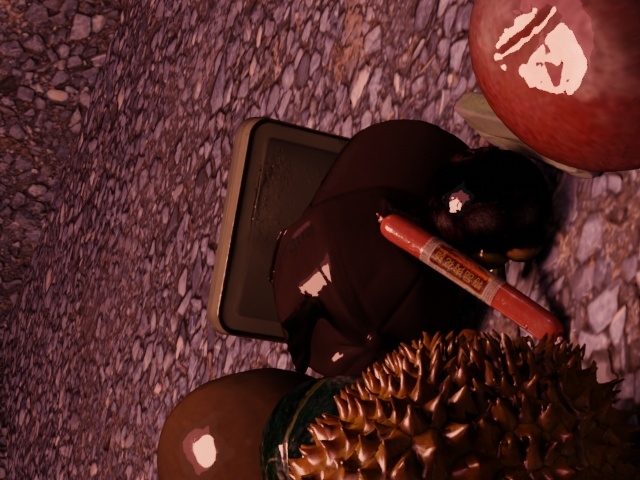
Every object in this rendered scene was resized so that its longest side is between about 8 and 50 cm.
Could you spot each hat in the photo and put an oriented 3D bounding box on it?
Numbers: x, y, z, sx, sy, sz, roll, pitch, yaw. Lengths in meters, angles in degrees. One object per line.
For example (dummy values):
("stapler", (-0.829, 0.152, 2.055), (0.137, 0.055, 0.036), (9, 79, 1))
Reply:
("hat", (0.083, 0.041, 1.625), (0.336, 0.238, 0.209), (-62, 24, 13))

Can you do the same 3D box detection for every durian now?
("durian", (0.125, 0.268, 1.268), (0.347, 0.347, 0.384), (155, 120, -63))

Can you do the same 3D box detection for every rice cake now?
("rice cake", (0.223, -0.117, 1.557), (0.042, 0.080, 0.222), (-51, 24, -3))

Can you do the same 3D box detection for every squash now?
("squash", (0.055, 0.250, 1.552), (0.252, 0.252, 0.165), (-37, 27, 58))

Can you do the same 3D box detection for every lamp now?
("lamp", (0.000, 0.000, 1.772), (0.047, 0.269, 0.267), (3, 83, 59))

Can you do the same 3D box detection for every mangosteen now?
("mangosteen", (0.183, -0.026, 1.555), (0.137, 0.137, 0.151), (-166, 62, -67))

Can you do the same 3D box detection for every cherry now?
("cherry", (0.261, -0.184, 1.324), (0.307, 0.221, 0.261), (58, 144, 39))

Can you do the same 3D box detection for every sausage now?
("sausage", (0.158, 0.038, 1.524), (0.253, 0.034, 0.034), (33, 117, 23))

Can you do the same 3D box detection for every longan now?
("longan", (-0.067, 0.294, 1.766), (0.243, 0.300, 0.300), (-2, 78, 60))
